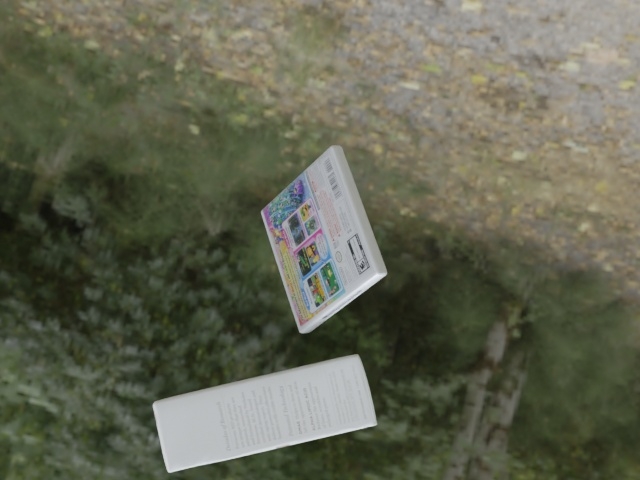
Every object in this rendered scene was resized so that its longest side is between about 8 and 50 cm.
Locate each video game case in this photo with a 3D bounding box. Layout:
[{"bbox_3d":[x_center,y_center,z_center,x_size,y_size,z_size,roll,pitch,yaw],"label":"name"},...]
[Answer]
[{"bbox_3d":[0.000,0.000,1.214,0.019,0.157,0.143,1,150,-40],"label":"video game case"}]

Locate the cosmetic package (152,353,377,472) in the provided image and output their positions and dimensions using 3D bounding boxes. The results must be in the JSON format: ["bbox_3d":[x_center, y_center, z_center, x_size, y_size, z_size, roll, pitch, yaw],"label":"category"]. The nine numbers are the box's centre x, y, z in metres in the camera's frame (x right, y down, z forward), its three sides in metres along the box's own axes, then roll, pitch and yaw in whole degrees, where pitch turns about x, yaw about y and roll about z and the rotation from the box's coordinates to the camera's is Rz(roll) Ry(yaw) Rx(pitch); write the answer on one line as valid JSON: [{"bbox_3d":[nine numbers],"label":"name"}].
[{"bbox_3d":[-0.059,0.190,1.240,0.231,0.085,0.117,-14,173,-1],"label":"cosmetic package"}]
